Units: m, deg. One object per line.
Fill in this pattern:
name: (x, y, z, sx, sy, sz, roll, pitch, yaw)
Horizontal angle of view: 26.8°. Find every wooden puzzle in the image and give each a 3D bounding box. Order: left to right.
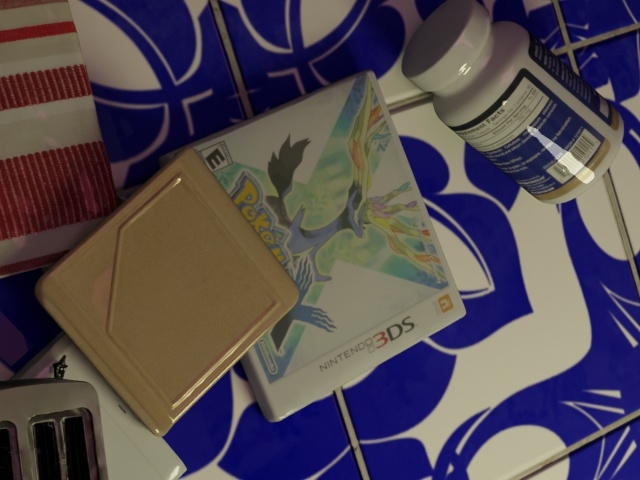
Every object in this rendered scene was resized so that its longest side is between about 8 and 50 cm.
wooden puzzle: (-0.160, 0.053, 1.432, 0.238, 0.044, 0.221, -46, 115, -22)

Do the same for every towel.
towel: (-0.344, -0.126, 1.376, 0.237, 0.037, 0.329, -15, 92, -30)

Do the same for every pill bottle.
pill bottle: (0.236, -0.175, 1.658, 0.265, 0.153, 0.153, 37, 69, -23)

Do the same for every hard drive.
hard drive: (-0.307, 0.269, 1.369, 0.307, 0.040, 0.203, -45, 108, -26)

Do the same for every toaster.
toaster: (-0.298, 0.212, 1.292, 0.168, 0.110, 0.185, -6, 88, -31)

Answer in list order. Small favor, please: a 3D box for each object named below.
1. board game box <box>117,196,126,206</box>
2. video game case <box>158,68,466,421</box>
board game box: (-0.217, 0.003, 1.455, 0.090, 0.020, 0.090, 24, 74, -27)
video game case: (0.000, 0.000, 1.573, 0.300, 0.036, 0.329, -26, 99, -29)
